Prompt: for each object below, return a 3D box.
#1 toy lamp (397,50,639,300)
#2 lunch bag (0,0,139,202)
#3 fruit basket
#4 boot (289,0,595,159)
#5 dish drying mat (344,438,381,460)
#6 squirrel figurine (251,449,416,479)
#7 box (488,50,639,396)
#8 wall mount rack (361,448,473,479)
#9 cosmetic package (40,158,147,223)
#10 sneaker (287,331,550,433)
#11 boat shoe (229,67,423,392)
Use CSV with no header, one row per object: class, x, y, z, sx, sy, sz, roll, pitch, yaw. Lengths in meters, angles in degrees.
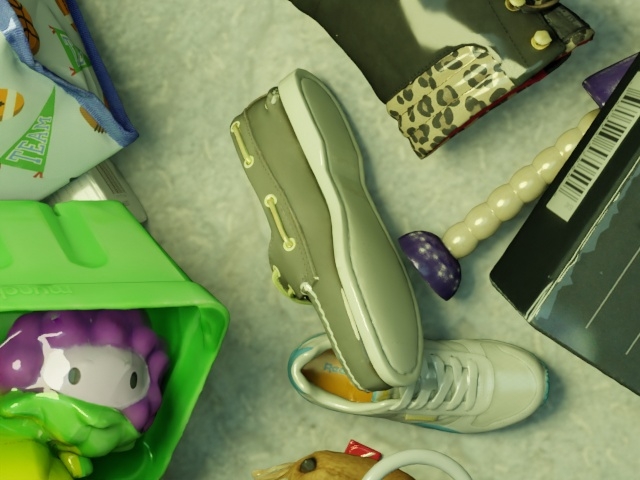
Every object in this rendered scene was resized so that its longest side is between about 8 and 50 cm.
toy lamp,0.192,-0.062,1.649,0.274,0.080,0.080,-38,86,8
lunch bag,-0.386,-0.180,1.628,0.328,0.239,0.385,-31,53,8
fruit basket,-0.261,0.163,1.483,0.392,0.392,0.283,29,129,6
boot,0.134,-0.275,1.615,0.377,0.138,0.284,-36,86,13
dish drying mat,0.024,0.222,1.712,0.032,0.008,0.083,24,94,6
squirrel figurine,-0.013,0.378,1.627,0.370,0.281,0.397,-40,102,-4
box,0.384,0.031,1.519,0.395,0.212,0.293,32,95,-7
wall mount rack,0.114,0.346,1.459,0.304,0.130,0.350,10,89,-14
cosmetic package,-0.278,0.012,1.695,0.231,0.117,0.085,-34,87,8
sneaker,0.084,0.125,1.660,0.228,0.092,0.087,3,90,7
boat shoe,0.002,0.001,1.632,0.091,0.109,0.305,-30,63,22
